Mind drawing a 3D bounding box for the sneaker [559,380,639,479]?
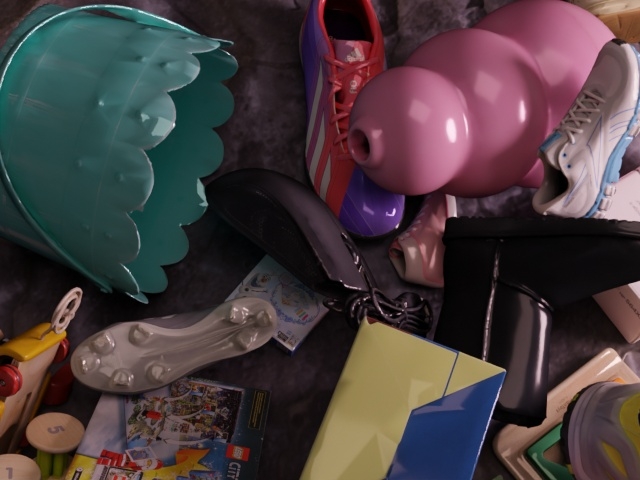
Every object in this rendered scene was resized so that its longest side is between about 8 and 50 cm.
[{"bbox_3d":[0.407,0.256,1.038,0.385,0.147,0.145,28,72,-12],"label":"sneaker"}]

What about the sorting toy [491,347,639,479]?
[{"bbox_3d":[0.301,0.223,1.131,0.348,0.047,0.196,-33,72,-21],"label":"sorting toy"}]

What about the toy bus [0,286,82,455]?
[{"bbox_3d":[-0.309,0.131,1.021,0.104,0.191,0.202,28,64,7],"label":"toy bus"}]

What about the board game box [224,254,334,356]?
[{"bbox_3d":[-0.039,0.062,1.184,0.090,0.020,0.090,36,65,11],"label":"board game box"}]

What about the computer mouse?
[{"bbox_3d":[0.000,0.000,1.145,0.272,0.188,0.072,37,100,20],"label":"computer mouse"}]

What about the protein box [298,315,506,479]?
[{"bbox_3d":[0.056,0.212,1.020,0.136,0.201,0.200,21,63,4],"label":"protein box"}]

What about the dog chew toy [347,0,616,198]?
[{"bbox_3d":[0.170,-0.137,1.178,0.332,0.206,0.206,-19,67,-33],"label":"dog chew toy"}]

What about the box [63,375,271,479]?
[{"bbox_3d":[-0.135,0.199,1.015,0.159,0.044,0.233,11,23,-1],"label":"box"}]

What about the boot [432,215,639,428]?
[{"bbox_3d":[0.227,0.084,1.119,0.246,0.094,0.207,2,78,21],"label":"boot"}]

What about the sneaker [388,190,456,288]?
[{"bbox_3d":[0.109,-0.013,1.221,0.070,0.051,0.134,4,68,-11],"label":"sneaker"}]

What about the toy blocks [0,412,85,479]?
[{"bbox_3d":[-0.266,0.247,1.023,0.054,0.148,0.123,21,30,15],"label":"toy blocks"}]

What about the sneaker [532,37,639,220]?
[{"bbox_3d":[0.255,-0.103,1.089,0.083,0.190,0.071,1,23,-26],"label":"sneaker"}]

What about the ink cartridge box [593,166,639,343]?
[{"bbox_3d":[0.380,-0.005,1.231,0.203,0.086,0.148,-29,70,-18],"label":"ink cartridge box"}]

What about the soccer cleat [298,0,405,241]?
[{"bbox_3d":[0.034,-0.154,1.245,0.109,0.116,0.318,-3,64,-9],"label":"soccer cleat"}]

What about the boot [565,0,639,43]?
[{"bbox_3d":[0.414,-0.352,1.405,0.262,0.095,0.203,-11,65,-7],"label":"boot"}]

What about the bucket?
[{"bbox_3d":[-0.212,-0.095,1.112,0.183,0.281,0.281,17,63,5],"label":"bucket"}]

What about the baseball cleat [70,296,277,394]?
[{"bbox_3d":[-0.144,0.107,1.098,0.206,0.109,0.072,-10,83,-19],"label":"baseball cleat"}]
